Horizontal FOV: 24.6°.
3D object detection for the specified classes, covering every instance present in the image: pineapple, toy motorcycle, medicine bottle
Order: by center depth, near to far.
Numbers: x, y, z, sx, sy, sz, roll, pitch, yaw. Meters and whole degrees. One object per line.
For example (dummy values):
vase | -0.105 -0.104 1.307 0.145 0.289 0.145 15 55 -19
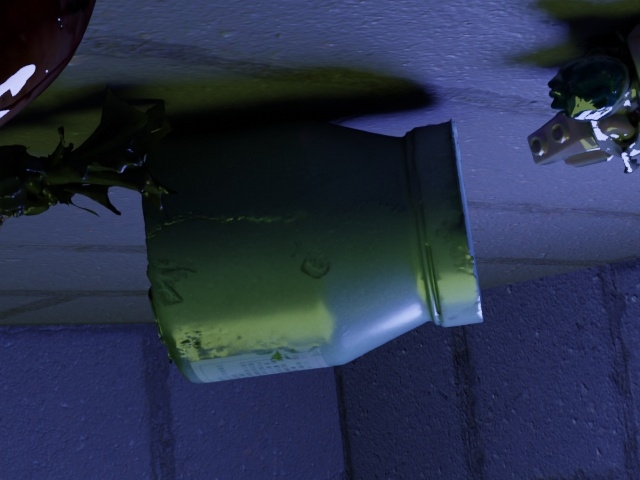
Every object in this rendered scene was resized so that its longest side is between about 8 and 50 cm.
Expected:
toy motorcycle | 0.245 -0.122 1.234 0.204 0.108 0.239 -5 148 -38
pineapple | -0.260 -0.058 1.280 0.277 0.119 0.130 -10 127 19
medicine bottle | 0.000 0.000 1.395 0.290 0.244 0.245 -8 171 8

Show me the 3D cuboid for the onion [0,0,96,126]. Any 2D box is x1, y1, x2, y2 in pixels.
onion | -0.224 -0.116 0.626 0.252 0.219 0.252 -28 -152 16
